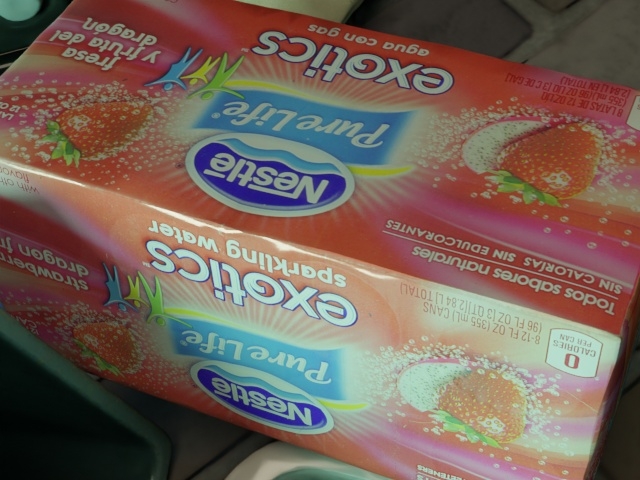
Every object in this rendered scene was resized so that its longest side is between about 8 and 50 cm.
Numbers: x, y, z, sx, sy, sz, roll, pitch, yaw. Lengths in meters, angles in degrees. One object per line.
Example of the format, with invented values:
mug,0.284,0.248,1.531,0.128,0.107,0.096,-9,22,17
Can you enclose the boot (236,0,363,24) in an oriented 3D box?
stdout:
boot,-0.073,-0.165,0.744,0.213,0.077,0.165,17,70,21

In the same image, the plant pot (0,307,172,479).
plant pot,-0.262,0.153,0.530,0.252,0.248,0.247,5,64,23

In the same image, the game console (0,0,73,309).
game console,-0.265,-0.052,0.606,0.293,0.250,0.173,-17,59,-7

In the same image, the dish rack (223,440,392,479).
dish rack,0.081,0.253,0.484,0.333,0.072,0.285,9,64,18

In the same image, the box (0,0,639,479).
box,0.000,0.000,0.528,0.300,0.154,0.142,17,50,17
